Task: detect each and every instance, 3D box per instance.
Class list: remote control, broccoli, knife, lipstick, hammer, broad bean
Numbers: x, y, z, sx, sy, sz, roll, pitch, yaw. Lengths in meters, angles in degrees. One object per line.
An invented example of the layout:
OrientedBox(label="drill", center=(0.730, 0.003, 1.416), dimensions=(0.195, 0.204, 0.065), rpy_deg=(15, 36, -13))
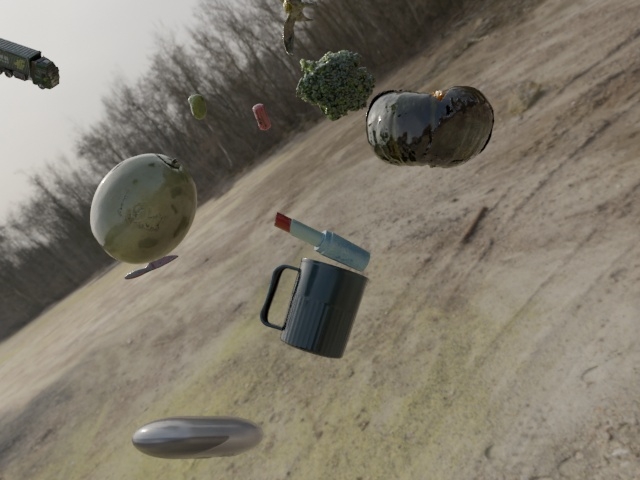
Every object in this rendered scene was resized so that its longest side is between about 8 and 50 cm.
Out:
OrientedBox(label="remote control", center=(-0.305, 0.500, 1.212), dimensions=(0.221, 0.332, 0.103), rpy_deg=(-32, 52, 49))
OrientedBox(label="broccoli", center=(0.042, -0.570, 1.707), dimensions=(0.245, 0.288, 0.247), rpy_deg=(39, 98, 41))
OrientedBox(label="knife", center=(-0.610, 0.093, 1.712), dimensions=(0.247, 0.035, 0.018), rpy_deg=(-22, -19, 17))
OrientedBox(label="lipstick", center=(0.000, 0.000, 1.231), dimensions=(0.068, 0.274, 0.061), rpy_deg=(-44, 27, 49))
OrientedBox(label="hammer", center=(-0.187, -0.392, 1.510), dimensions=(0.043, 0.083, 0.043), rpy_deg=(-13, 36, 10))
OrientedBox(label="broad bean", center=(-0.401, -0.440, 1.563), dimensions=(0.045, 0.083, 0.063), rpy_deg=(9, 43, 24))

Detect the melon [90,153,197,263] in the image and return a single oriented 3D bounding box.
OrientedBox(label="melon", center=(-0.489, -0.093, 1.337), dimensions=(0.330, 0.269, 0.268), rpy_deg=(-54, 13, 7))

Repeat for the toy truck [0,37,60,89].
OrientedBox(label="toy truck", center=(-1.149, -0.679, 1.832), dimensions=(0.088, 0.259, 0.121), rpy_deg=(-76, 7, -48))

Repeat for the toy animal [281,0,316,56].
OrientedBox(label="toy animal", center=(-0.050, -0.541, 1.116), dimensions=(0.155, 0.219, 0.095), rpy_deg=(-15, -2, -42))

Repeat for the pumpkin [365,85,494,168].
OrientedBox(label="pumpkin", center=(0.273, -0.285, 1.197), dimensions=(0.321, 0.192, 0.320), rpy_deg=(-4, 18, 1))

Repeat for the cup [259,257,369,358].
OrientedBox(label="cup", center=(-0.019, 0.222, 1.605), dimensions=(0.242, 0.308, 0.292), rpy_deg=(2, 75, 66))
